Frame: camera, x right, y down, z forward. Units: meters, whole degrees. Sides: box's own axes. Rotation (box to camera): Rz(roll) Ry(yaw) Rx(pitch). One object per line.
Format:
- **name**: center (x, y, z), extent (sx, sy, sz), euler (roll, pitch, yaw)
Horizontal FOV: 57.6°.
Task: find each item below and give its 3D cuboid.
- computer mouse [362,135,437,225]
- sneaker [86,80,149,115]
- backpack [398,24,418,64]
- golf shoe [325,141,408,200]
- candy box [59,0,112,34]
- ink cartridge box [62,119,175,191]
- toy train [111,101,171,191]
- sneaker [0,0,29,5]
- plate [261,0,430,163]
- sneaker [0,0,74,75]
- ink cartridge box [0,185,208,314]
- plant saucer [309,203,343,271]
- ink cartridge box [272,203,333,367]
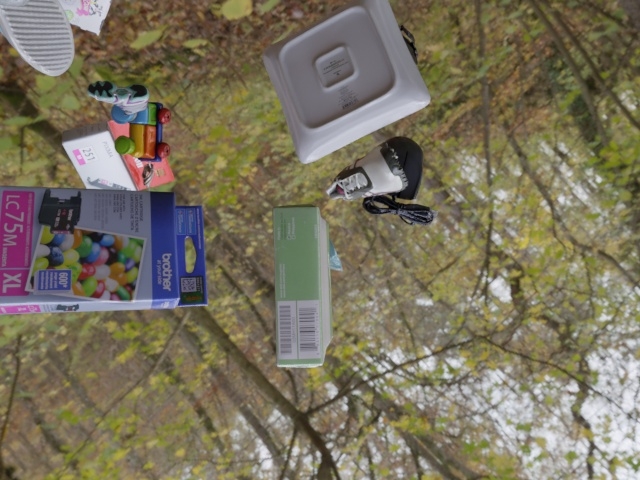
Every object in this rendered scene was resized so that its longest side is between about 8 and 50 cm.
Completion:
- **computer mouse**: center (0.214, -0.175, 1.497), extent (0.072, 0.189, 0.272), euler (113, -13, -56)
- **sneaker**: center (-0.340, -0.234, 0.985), extent (0.069, 0.098, 0.038), euler (119, -27, -65)
- **backpack**: center (0.273, -0.661, 2.050), extent (0.115, 0.151, 0.182), euler (-5, -177, 28)
- **golf shoe**: center (0.097, -0.126, 1.230), extent (0.120, 0.105, 0.273), euler (-30, -176, -11)
- **candy box**: center (-0.573, -0.587, 1.321), extent (0.165, 0.196, 0.070), euler (-49, -142, 36)
- **ink cartridge box**: center (-0.569, -0.222, 1.678), extent (0.239, 0.060, 0.275), euler (-16, 139, -7)
- **toy train**: center (-0.455, -0.225, 1.450), extent (0.143, 0.105, 0.247), euler (-16, 111, -72)
- **sneaker**: center (-0.429, -0.350, 0.721), extent (0.053, 0.152, 0.061), euler (-50, -157, 26)
- **plate**: center (0.035, -0.325, 1.124), extent (0.278, 0.277, 0.045), euler (-24, 164, 15)
- **sneaker**: center (-0.641, -0.505, 1.176), extent (0.135, 0.150, 0.365), euler (-46, 143, -21)
- **ink cartridge box**: center (-0.328, 0.013, 0.890), extent (0.312, 0.185, 0.065), euler (2, 158, -22)
- **plant saucer**: center (0.000, 0.000, 0.925), extent (0.021, 0.119, 0.119), euler (-27, 179, -4)
- **ink cartridge box**: center (-0.017, 0.052, 0.719), extent (0.056, 0.170, 0.235), euler (-2, 177, 2)
